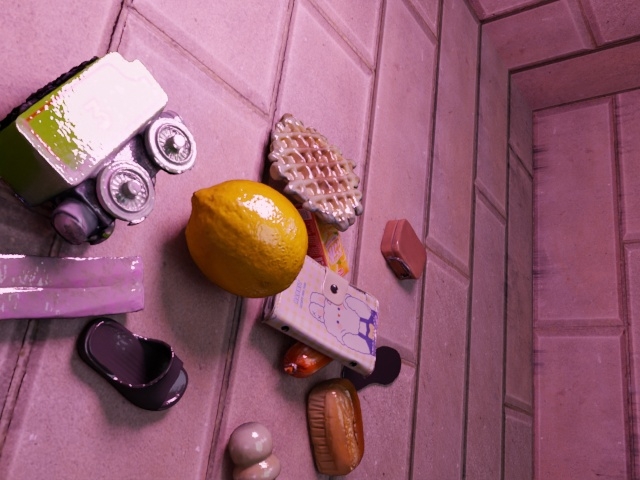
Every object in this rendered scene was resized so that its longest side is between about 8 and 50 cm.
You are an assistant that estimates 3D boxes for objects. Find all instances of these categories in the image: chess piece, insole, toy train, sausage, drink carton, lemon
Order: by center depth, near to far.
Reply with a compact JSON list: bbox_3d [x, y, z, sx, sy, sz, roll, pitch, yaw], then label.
[{"bbox_3d":[-0.363,-0.153,0.974,0.249,0.173,0.307,53,44,-23],"label":"toy train"},{"bbox_3d":[-0.145,-0.001,1.196,0.263,0.235,0.236,9,77,-44],"label":"lemon"},{"bbox_3d":[-0.130,0.504,1.238,0.133,0.133,0.243,-14,89,-55],"label":"chess piece"},{"bbox_3d":[0.004,0.265,1.484,0.312,0.092,0.093,-22,102,-53],"label":"sausage"},{"bbox_3d":[0.000,0.000,1.540,0.096,0.070,0.223,-36,113,-53],"label":"drink carton"},{"bbox_3d":[0.159,0.384,1.756,0.348,0.009,0.119,-2,84,-55],"label":"insole"}]

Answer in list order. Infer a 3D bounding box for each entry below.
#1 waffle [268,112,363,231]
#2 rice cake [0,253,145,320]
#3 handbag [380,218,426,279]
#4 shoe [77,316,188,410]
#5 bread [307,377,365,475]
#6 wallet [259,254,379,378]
[{"bbox_3d":[-0.009,-0.170,1.483,0.309,0.056,0.292,34,41,-31],"label":"waffle"},{"bbox_3d":[-0.413,0.075,0.954,0.297,0.050,0.106,3,81,-55],"label":"rice cake"},{"bbox_3d":[0.271,0.035,1.922,0.193,0.072,0.151,57,43,-35],"label":"handbag"},{"bbox_3d":[-0.310,0.223,1.041,0.241,0.093,0.108,49,46,-36],"label":"shoe"},{"bbox_3d":[0.046,0.472,1.494,0.140,0.106,0.237,-14,96,-57],"label":"bread"},{"bbox_3d":[0.011,0.172,1.427,0.309,0.077,0.223,32,45,-23],"label":"wallet"}]
